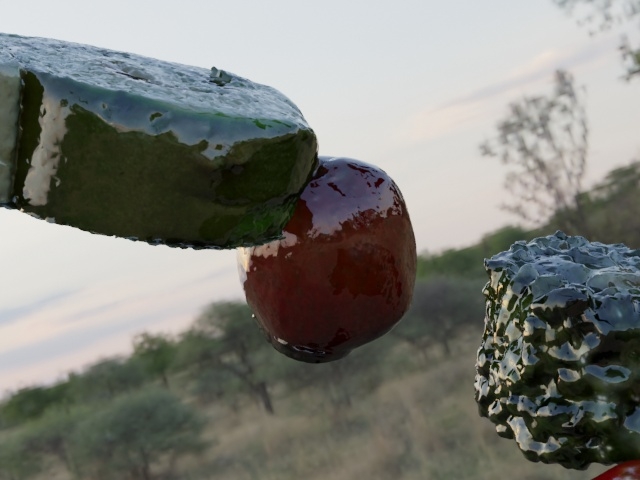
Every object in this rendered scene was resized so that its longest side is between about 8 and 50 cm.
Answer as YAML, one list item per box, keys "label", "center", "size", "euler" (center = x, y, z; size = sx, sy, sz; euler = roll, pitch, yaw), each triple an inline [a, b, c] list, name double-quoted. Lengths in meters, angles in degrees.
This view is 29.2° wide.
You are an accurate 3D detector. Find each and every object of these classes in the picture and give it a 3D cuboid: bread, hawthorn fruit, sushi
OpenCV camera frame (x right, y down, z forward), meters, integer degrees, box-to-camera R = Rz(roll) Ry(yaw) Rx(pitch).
- label: "bread"
  center: [-0.195, -0.102, 1.112]
  size: [0.382, 0.129, 0.366]
  euler: [-3, 20, -44]
- label: "hawthorn fruit"
  center: [0.000, 0.000, 1.327]
  size: [0.215, 0.250, 0.215]
  euler: [-13, 29, 7]
- label: "sushi"
  center: [0.313, 0.106, 1.090]
  size: [0.351, 0.178, 0.294]
  euler: [6, 10, 3]

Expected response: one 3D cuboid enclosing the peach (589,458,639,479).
- label: "peach"
  center: [0.251, 0.274, 0.911]
  size: [0.243, 0.244, 0.199]
  euler: [-22, -3, 43]
